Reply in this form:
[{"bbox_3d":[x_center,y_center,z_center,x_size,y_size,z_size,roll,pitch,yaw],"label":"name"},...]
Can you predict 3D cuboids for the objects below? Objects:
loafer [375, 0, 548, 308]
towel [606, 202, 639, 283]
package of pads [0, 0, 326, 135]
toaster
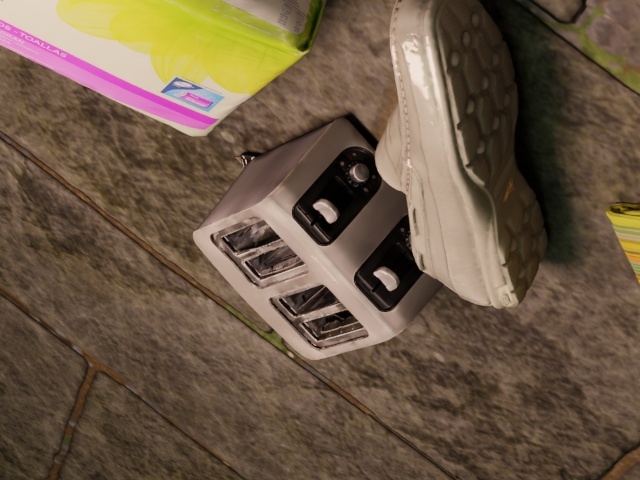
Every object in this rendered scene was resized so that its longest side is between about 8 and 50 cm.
[{"bbox_3d":[0.089,-0.066,1.428,0.111,0.112,0.319,13,142,26],"label":"loafer"},{"bbox_3d":[0.300,0.064,1.466,0.102,0.021,0.237,13,143,48],"label":"towel"},{"bbox_3d":[-0.160,-0.203,1.448,0.296,0.101,0.229,24,156,-18],"label":"package of pads"},{"bbox_3d":[0.000,0.000,1.622,0.168,0.110,0.186,48,150,-14],"label":"toaster"}]
